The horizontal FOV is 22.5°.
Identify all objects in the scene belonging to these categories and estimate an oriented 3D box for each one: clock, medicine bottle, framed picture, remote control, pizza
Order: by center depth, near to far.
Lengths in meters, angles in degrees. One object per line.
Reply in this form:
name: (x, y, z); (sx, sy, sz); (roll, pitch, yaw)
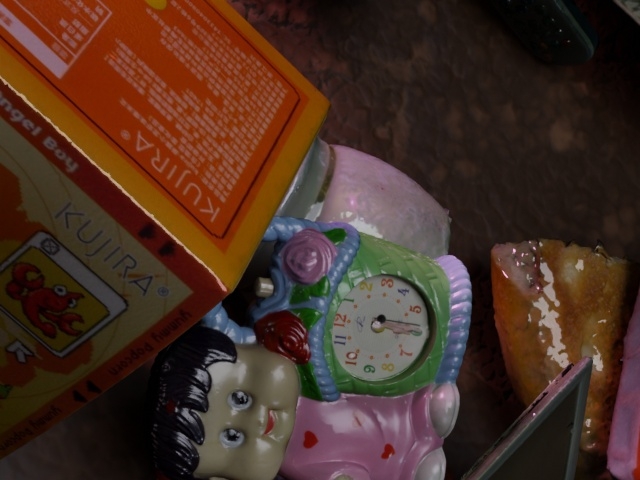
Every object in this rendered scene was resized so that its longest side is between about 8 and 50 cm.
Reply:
clock: (-0.012, 0.082, 1.053); (0.195, 0.100, 0.194); (9, 93, -19)
framed picture: (0.118, 0.227, 1.158); (0.017, 0.274, 0.217); (32, 54, 28)
medicine bottle: (0.000, 0.000, 1.168); (0.143, 0.147, 0.147); (31, 66, -19)
remote control: (0.157, -0.231, 1.329); (0.042, 0.072, 0.222); (-51, 120, -23)
pizza: (0.258, 0.116, 1.329); (0.335, 0.086, 0.226); (53, 55, -12)

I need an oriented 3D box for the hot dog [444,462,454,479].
hot dog: (-0.010, 0.171, 1.151); (0.227, 0.099, 0.160); (40, 64, -10)

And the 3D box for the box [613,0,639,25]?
box: (0.291, -0.222, 1.378); (0.256, 0.164, 0.069); (39, 108, -18)

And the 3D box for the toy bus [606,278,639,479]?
toy bus: (0.299, 0.096, 1.237); (0.121, 0.120, 0.265); (29, 65, -34)

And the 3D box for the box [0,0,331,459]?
box: (-0.197, -0.058, 0.971); (0.283, 0.259, 0.214); (44, 37, -14)
